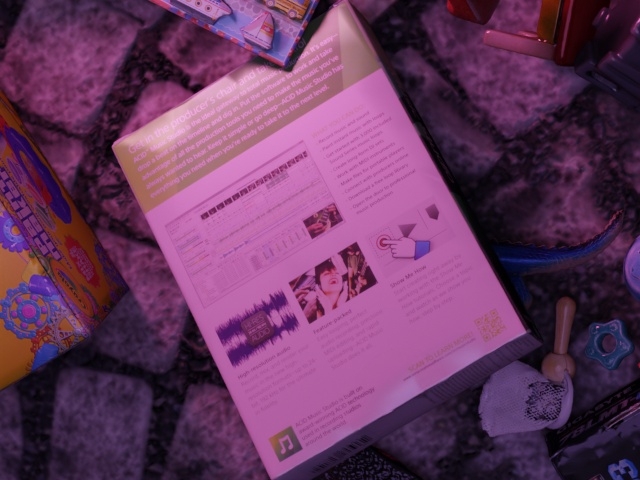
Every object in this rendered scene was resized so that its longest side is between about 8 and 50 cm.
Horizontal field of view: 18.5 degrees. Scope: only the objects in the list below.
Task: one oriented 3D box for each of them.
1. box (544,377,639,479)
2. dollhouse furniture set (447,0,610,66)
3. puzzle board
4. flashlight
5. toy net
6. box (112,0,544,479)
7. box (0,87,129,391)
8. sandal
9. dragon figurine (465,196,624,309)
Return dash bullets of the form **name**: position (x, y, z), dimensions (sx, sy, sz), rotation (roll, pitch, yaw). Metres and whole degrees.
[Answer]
- **box**: position (0.385, 0.215, 1.624), dimensions (0.293, 0.073, 0.295), rotation (-32, 97, 11)
- **dollhouse furniture set**: position (0.198, -0.311, 1.450), dimensions (0.152, 0.201, 0.374), rotation (16, 103, 34)
- **puzzle board**: position (-0.063, -0.208, 1.565), dimensions (0.128, 0.011, 0.096), rotation (27, 88, 0)
- **flashlight**: position (0.351, -0.100, 1.512), dimensions (0.304, 0.103, 0.103), rotation (30, 76, -19)
- **toy net**: position (0.232, 0.096, 1.614), dimensions (0.232, 0.045, 0.122), rotation (-44, 65, 20)
- **box**: position (0.000, 0.000, 1.554), dimensions (0.232, 0.058, 0.322), rotation (-31, 70, 10)
- **box**: position (-0.358, 0.007, 1.597), dimensions (0.279, 0.177, 0.290), rotation (-30, 96, 10)
- **sandal**: position (0.047, 0.207, 1.675), dimensions (0.179, 0.040, 0.067), rotation (44, 96, 11)
- **dragon figurine**: position (0.099, 0.016, 1.604), dimensions (0.289, 0.085, 0.144), rotation (-31, 97, 11)
